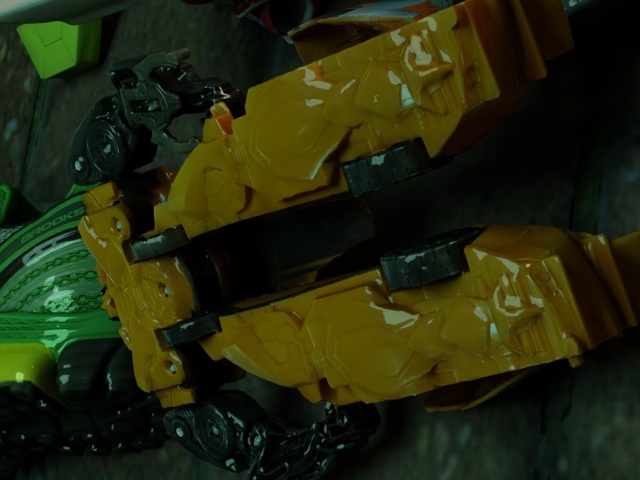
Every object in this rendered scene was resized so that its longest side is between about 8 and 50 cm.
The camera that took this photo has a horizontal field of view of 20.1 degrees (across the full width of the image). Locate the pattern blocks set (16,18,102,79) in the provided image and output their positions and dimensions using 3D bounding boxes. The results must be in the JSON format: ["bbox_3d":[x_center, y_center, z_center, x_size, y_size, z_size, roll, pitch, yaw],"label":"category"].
[{"bbox_3d":[-0.186,-0.242,1.113,0.325,0.026,0.285,-25,79,53],"label":"pattern blocks set"}]

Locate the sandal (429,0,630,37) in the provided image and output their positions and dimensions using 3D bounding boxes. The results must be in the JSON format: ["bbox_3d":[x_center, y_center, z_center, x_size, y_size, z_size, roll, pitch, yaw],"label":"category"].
[{"bbox_3d":[0.141,-0.149,0.720,0.254,0.054,0.097,-31,61,32],"label":"sandal"}]

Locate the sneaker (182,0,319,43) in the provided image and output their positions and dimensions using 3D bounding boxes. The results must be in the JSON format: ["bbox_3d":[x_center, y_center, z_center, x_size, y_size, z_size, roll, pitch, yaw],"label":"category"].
[{"bbox_3d":[-0.041,-0.131,0.952,0.118,0.042,0.067,-19,60,46],"label":"sneaker"}]

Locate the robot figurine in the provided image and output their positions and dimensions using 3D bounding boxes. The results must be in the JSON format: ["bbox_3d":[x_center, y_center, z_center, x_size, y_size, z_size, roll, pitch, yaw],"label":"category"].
[{"bbox_3d":[0.000,0.000,0.784,0.291,0.085,0.211,-16,95,50],"label":"robot figurine"}]

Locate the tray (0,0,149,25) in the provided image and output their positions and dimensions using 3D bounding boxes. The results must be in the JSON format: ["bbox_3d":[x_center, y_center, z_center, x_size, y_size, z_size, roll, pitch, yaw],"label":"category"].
[{"bbox_3d":[-0.029,-0.161,0.869,0.270,0.030,0.145,-12,27,37],"label":"tray"}]

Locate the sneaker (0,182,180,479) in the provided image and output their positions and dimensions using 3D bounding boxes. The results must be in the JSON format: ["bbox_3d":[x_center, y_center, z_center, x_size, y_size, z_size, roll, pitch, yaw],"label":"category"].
[{"bbox_3d":[-0.196,0.055,1.041,0.344,0.134,0.146,-14,60,41],"label":"sneaker"}]
